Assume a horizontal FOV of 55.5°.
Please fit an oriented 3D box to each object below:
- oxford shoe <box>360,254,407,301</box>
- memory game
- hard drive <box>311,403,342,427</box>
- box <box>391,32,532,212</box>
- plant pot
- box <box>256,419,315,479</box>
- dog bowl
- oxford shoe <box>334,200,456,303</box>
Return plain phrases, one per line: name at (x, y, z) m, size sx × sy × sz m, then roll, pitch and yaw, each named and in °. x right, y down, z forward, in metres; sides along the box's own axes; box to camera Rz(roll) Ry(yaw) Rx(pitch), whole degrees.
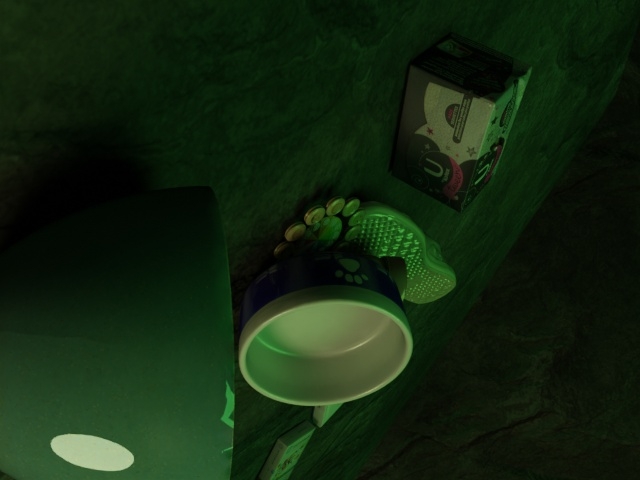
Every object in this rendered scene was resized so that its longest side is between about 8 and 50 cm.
oxford shoe at (0.027, 0.133, 1.161) m, size 0.397 × 0.146 × 0.141 m, roll 118°, pitch -22°, yaw -52°
memory game at (0.000, 0.000, 0.998) m, size 0.186 × 0.012 × 0.186 m, roll -29°, pitch 150°, yaw -19°
hard drive at (0.099, 0.349, 1.676) m, size 0.318 × 0.040 × 0.210 m, roll -39°, pitch 152°, yaw -35°
box at (0.239, -0.200, 1.069) m, size 0.142 × 0.163 × 0.247 m, roll -43°, pitch 154°, yaw -31°
plant pot at (-0.195, 0.097, 0.525) m, size 0.195 × 0.290 × 0.290 m, roll -1°, pitch 131°, yaw -19°
box at (-0.097, 0.572, 1.589) m, size 0.145 × 0.038 × 0.186 m, roll -7°, pitch 126°, yaw -61°
dog bowl at (0.005, 0.143, 0.948) m, size 0.264 × 0.104 × 0.265 m, roll -4°, pitch 134°, yaw -4°
oxford shoe at (0.149, 0.015, 1.247) m, size 0.169 × 0.130 × 0.449 m, roll -30°, pitch 149°, yaw 19°
